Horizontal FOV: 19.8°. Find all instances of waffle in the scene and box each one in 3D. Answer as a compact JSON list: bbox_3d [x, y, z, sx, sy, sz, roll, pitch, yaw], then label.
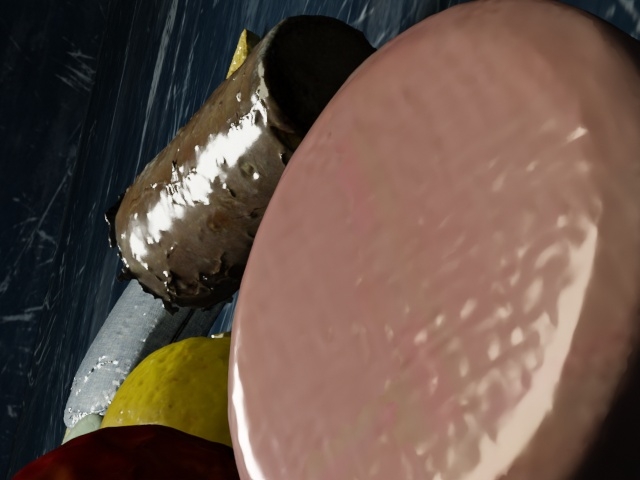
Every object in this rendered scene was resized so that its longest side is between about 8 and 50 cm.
[{"bbox_3d":[-0.079,-0.128,1.780,0.153,0.023,0.097,-94,21,-52],"label":"waffle"}]

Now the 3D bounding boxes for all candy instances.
[{"bbox_3d":[0.068,0.023,0.707,0.255,0.094,0.255,-29,51,43],"label":"candy"}]

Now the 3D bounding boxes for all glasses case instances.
[{"bbox_3d":[-0.122,0.048,1.524,0.109,0.067,0.282,-8,48,60],"label":"glasses case"}]

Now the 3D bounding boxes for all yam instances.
[{"bbox_3d":[-0.052,-0.046,1.319,0.279,0.131,0.131,-41,36,53],"label":"yam"}]

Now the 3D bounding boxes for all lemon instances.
[{"bbox_3d":[-0.056,0.150,1.078,0.170,0.170,0.207,130,147,-62],"label":"lemon"}]

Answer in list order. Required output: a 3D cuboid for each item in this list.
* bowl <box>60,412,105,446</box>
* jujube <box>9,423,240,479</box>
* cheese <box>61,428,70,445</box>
[{"bbox_3d":[-0.131,0.282,1.252,0.307,0.163,0.307,-165,90,-77],"label":"bowl"},{"bbox_3d":[-0.071,0.209,0.891,0.213,0.232,0.213,-43,-16,-15],"label":"jujube"},{"bbox_3d":[-0.189,0.294,1.574,0.242,0.124,0.265,-114,41,-64],"label":"cheese"}]
